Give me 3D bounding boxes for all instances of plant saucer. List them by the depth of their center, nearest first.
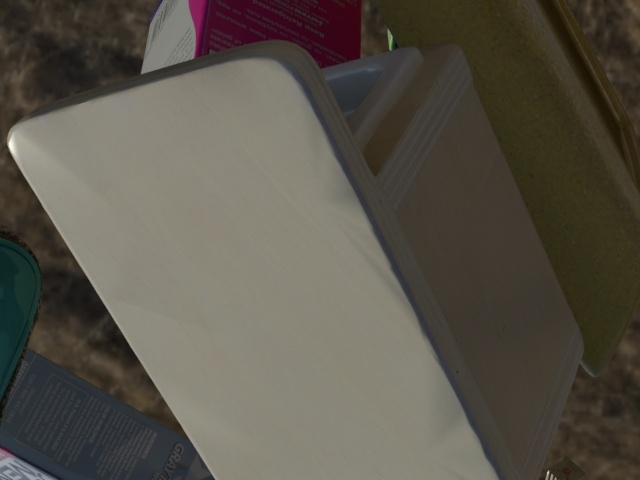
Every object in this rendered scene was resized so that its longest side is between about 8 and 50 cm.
[{"bbox_3d":[0.139,-0.123,0.878,0.081,0.333,0.333,-27,106,17],"label":"plant saucer"}]

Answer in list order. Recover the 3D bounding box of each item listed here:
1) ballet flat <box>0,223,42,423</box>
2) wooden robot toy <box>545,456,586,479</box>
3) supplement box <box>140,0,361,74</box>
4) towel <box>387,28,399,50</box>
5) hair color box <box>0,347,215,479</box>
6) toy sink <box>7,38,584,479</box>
[{"bbox_3d":[-0.374,0.211,1.107,0.182,0.483,0.164,-13,145,44],"label":"ballet flat"},{"bbox_3d":[0.266,0.291,1.215,0.079,0.173,0.076,-27,159,-26],"label":"wooden robot toy"},{"bbox_3d":[-0.048,-0.086,0.792,0.114,0.220,0.111,24,133,-20],"label":"supplement box"},{"bbox_3d":[0.069,-0.267,1.221,0.023,0.152,0.113,-1,137,6],"label":"towel"},{"bbox_3d":[-0.241,0.263,1.454,0.374,0.114,0.185,32,154,-14],"label":"hair color box"},{"bbox_3d":[0.000,0.000,0.575,0.152,0.131,0.234,-11,120,34],"label":"toy sink"}]
